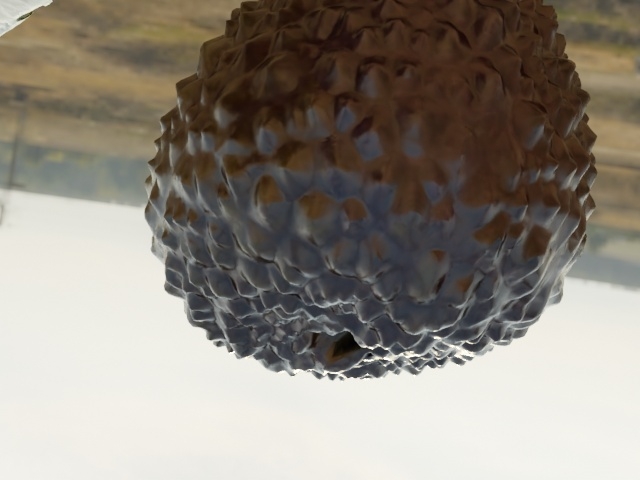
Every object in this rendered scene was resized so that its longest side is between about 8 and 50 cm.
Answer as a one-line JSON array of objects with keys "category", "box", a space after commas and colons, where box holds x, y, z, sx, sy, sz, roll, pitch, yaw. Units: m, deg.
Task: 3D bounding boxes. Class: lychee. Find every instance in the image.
[{"category": "lychee", "box": [0.034, -0.055, 0.790, 0.271, 0.271, 0.271, 8, -178, 0]}]

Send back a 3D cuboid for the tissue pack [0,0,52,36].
[{"category": "tissue pack", "box": [-0.163, -0.251, 0.612, 0.200, 0.274, 0.167, 30, 163, -25]}]
